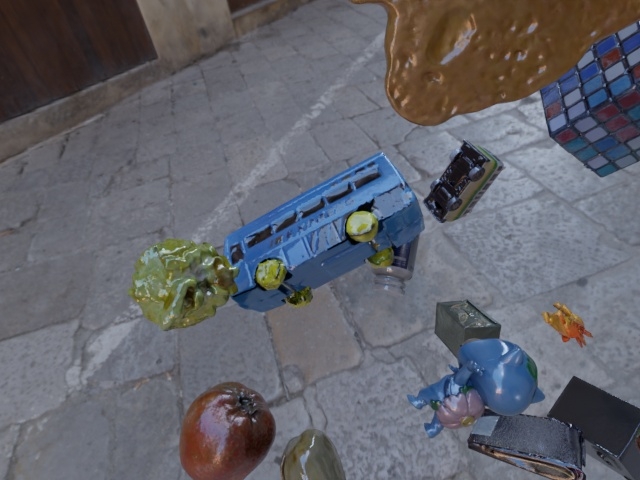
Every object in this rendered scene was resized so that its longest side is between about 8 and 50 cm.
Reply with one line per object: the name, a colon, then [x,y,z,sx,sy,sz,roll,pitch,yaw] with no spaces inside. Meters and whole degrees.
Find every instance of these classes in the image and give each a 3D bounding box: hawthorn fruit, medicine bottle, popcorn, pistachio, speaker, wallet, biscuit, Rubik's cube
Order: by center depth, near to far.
biscuit: [0.182,-0.302,0.431,0.351,0.312,0.057,-40,15,24]
popcorn: [-0.208,0.064,0.610,0.135,0.141,0.162,-33,23,45]
pistachio: [-0.010,0.513,0.873,0.131,0.206,0.129,-21,-4,-17]
hawthorn fruit: [-0.227,0.457,0.914,0.210,0.210,0.262,38,99,43]
medicine bottle: [0.184,0.036,1.013,0.107,0.107,0.191,7,76,22]
wallet: [0.544,0.533,1.076,0.262,0.071,0.221,4,7,32]
Rubik's cube: [0.853,-0.409,1.178,0.287,0.292,0.293,-33,38,48]
speaker: [0.910,0.609,1.305,0.184,0.254,0.232,-50,28,-9]

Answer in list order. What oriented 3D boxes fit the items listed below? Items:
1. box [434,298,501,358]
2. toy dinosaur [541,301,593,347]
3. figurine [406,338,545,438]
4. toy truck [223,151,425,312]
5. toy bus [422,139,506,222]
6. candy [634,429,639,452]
box: [0.561,0.341,1.577,0.149,0.155,0.231,-3,18,-9]
toy dinosaur: [0.686,0.236,1.122,0.070,0.288,0.117,-37,78,8]
figurine: [0.215,0.202,0.591,0.178,0.114,0.144,-33,5,9]
toy truck: [0.000,0.000,0.783,0.385,0.161,0.162,-29,60,9]
toy bus: [0.559,-0.219,1.595,0.179,0.305,0.143,0,43,-35]
candy: [0.850,0.546,0.913,0.287,0.078,0.084,46,20,20]
